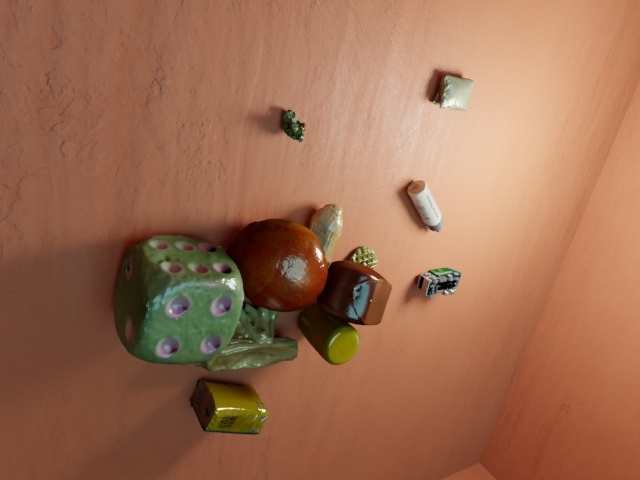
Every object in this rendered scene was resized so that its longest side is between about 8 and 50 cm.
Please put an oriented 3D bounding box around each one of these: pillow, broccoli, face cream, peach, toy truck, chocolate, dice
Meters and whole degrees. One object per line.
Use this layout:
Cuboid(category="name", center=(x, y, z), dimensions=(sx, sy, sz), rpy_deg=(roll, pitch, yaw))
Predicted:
Cuboid(category="pillow", center=(0.550, -0.601, 2.029), dimensions=(0.181, 0.078, 0.134), rpy_deg=(-4, 116, -35))
Cuboid(category="broccoli", center=(-0.089, -0.389, 1.684), dimensions=(0.095, 0.092, 0.097), rpy_deg=(15, 94, -13))
Cuboid(category="face cream", center=(0.483, -0.137, 2.229), dimensions=(0.092, 0.092, 0.311), rpy_deg=(-44, 132, -7))
Cuboid(category="peach", center=(-0.151, 0.082, 1.767), dimensions=(0.373, 0.372, 0.290), rpy_deg=(61, 44, -40))
Cuboid(category="toy truck", center=(0.600, 0.204, 2.477), dimensions=(0.253, 0.124, 0.114), rpy_deg=(-5, 116, -32))
Cuboid(category="chocolate", center=(0.000, 0.000, 1.935), dimensions=(0.134, 0.134, 0.309), rpy_deg=(7, 113, -38))
Cuboid(category="dice", center=(-0.455, 0.181, 1.583), dimensions=(0.322, 0.318, 0.330), rpy_deg=(4, 113, -38))

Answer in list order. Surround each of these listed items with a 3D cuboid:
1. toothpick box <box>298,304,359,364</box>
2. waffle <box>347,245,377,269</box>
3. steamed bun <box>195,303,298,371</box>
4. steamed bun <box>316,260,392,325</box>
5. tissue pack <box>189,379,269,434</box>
Cuboid(category="toothpick box", center=(0.024, 0.380, 2.069), dimensions=(0.175, 0.271, 0.175), rpy_deg=(-13, 115, -28))
Cuboid(category="waffle", center=(0.175, 0.116, 2.184), dimensions=(0.183, 0.036, 0.169), rpy_deg=(-50, 134, -1))
Cuboid(category="steamed bun", center=(-0.269, 0.370, 1.938), dimensions=(0.427, 0.189, 0.247), rpy_deg=(1, 143, -35))
Cuboid(category="steamed bun", center=(0.124, 0.205, 1.984), dimensions=(0.379, 0.248, 0.235), rpy_deg=(26, 83, -68))
Cuboid(category="tissue pack", center=(-0.365, 0.669, 2.002), dimensions=(0.270, 0.192, 0.134), rpy_deg=(22, 102, -42))
